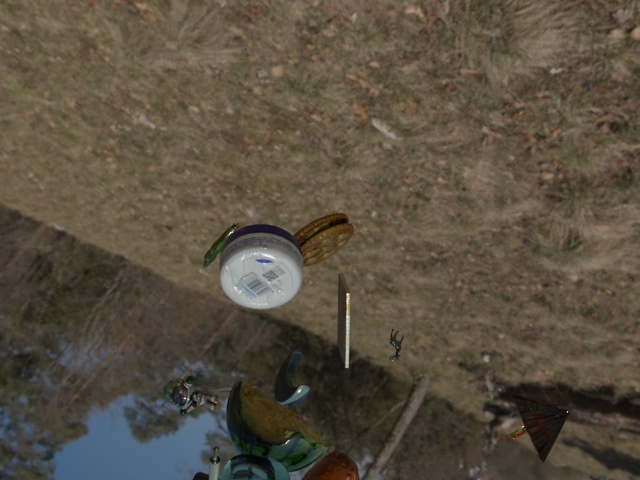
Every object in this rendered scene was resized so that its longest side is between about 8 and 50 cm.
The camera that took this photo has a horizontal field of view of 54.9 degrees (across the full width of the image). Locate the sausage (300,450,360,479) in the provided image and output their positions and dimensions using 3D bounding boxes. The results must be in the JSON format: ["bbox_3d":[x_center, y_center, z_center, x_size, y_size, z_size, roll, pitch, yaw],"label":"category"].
[{"bbox_3d":[0.012,0.803,1.974,0.141,0.268,0.153,32,161,40],"label":"sausage"}]

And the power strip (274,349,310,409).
[{"bbox_3d":[-0.108,0.540,2.306,0.054,0.168,0.253,29,-158,-23],"label":"power strip"}]

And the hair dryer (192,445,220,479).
[{"bbox_3d":[-0.298,0.630,1.693,0.100,0.198,0.057,16,-150,8],"label":"hair dryer"}]

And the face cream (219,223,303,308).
[{"bbox_3d":[-0.144,0.070,1.504,0.206,0.206,0.111,45,-157,-31],"label":"face cream"}]

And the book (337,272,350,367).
[{"bbox_3d":[0.086,0.292,2.285,0.020,0.296,0.208,-2,-163,-7],"label":"book"}]

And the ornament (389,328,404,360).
[{"bbox_3d":[0.284,0.405,2.348,0.073,0.125,0.028,43,140,-23],"label":"ornament"}]

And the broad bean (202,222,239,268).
[{"bbox_3d":[-0.388,0.027,2.313,0.043,0.060,0.297,44,132,-1],"label":"broad bean"}]

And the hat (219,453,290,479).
[{"bbox_3d":[-0.174,0.595,1.519,0.190,0.138,0.078,-4,145,12],"label":"hat"}]

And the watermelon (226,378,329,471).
[{"bbox_3d":[-0.154,0.565,1.797,0.330,0.189,0.331,40,170,8],"label":"watermelon"}]

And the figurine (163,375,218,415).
[{"bbox_3d":[-0.457,0.546,2.159,0.197,0.147,0.093,14,-176,20],"label":"figurine"}]

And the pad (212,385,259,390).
[{"bbox_3d":[-0.353,0.608,2.532,0.113,0.006,0.187,-20,159,39],"label":"pad"}]

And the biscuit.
[{"bbox_3d":[0.000,0.000,1.842,0.066,0.220,0.220,59,177,18],"label":"biscuit"}]

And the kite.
[{"bbox_3d":[0.581,0.487,1.656,0.014,0.183,0.241,56,-171,-30],"label":"kite"}]
